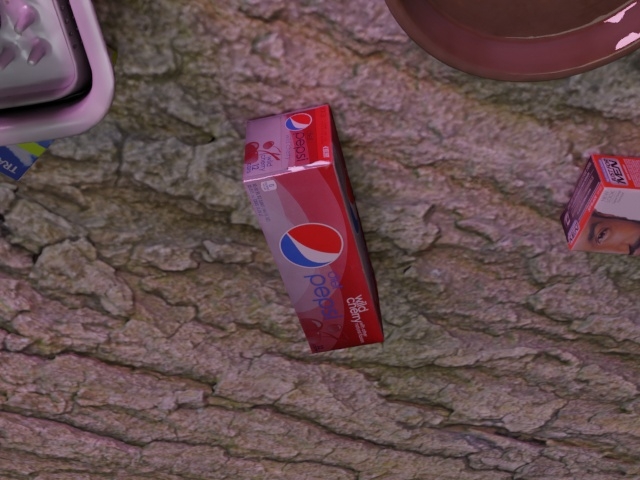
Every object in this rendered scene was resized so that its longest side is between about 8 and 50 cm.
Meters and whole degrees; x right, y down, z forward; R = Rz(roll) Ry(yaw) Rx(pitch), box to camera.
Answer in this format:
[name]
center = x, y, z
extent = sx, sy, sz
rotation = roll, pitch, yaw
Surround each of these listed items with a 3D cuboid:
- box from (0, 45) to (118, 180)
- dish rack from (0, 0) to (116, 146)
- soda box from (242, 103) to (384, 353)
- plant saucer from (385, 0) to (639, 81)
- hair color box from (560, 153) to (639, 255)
[box]
center = -0.271, -0.127, 0.649
extent = 0.109, 0.042, 0.178
rotation = 33, 125, -31
[dish rack]
center = -0.301, -0.217, 0.498
extent = 0.286, 0.072, 0.333
rotation = -7, 125, 5
[soda box]
center = 0.000, 0.000, 0.755
extent = 0.083, 0.092, 0.263
rotation = -11, 136, 8
[plant saucer]
center = 0.173, -0.240, 0.548
extent = 0.278, 0.041, 0.278
rotation = -1, 136, -1
[hair color box]
center = 0.342, -0.031, 0.764
extent = 0.167, 0.053, 0.093
rotation = 4, 137, -5
